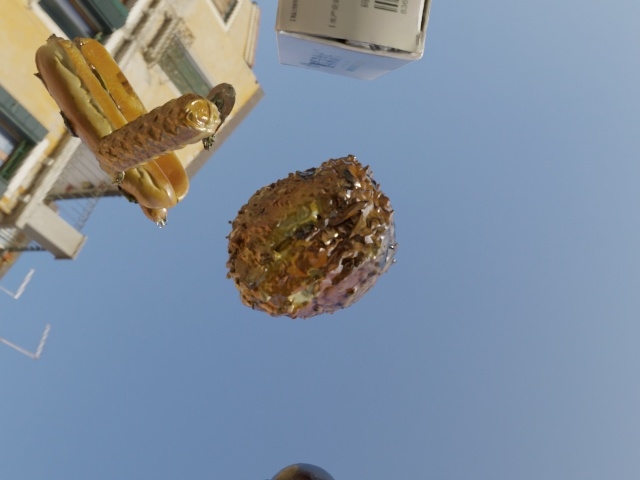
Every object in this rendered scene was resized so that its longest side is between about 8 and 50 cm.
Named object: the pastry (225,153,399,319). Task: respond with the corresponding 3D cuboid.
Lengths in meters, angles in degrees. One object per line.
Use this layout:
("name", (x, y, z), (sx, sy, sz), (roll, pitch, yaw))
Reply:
("pastry", (0.005, -0.008, 1.233), (0.337, 0.405, 0.292), (-38, -112, 27))

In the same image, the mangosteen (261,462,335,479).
("mangosteen", (-0.045, 0.536, 1.153), (0.210, 0.210, 0.209), (-15, -130, 18))

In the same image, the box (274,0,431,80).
("box", (0.033, -0.286, 0.672), (0.145, 0.173, 0.333), (7, -169, -5))

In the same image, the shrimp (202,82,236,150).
("shrimp", (-0.269, -0.319, 1.525), (0.101, 0.042, 0.190), (6, -104, 33))

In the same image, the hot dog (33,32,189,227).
("hot dog", (-0.255, -0.139, 0.739), (0.072, 0.269, 0.109), (-28, -173, 23))

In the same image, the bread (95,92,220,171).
("bread", (-0.173, -0.111, 0.629), (0.157, 0.052, 0.044), (-16, -116, 31))
